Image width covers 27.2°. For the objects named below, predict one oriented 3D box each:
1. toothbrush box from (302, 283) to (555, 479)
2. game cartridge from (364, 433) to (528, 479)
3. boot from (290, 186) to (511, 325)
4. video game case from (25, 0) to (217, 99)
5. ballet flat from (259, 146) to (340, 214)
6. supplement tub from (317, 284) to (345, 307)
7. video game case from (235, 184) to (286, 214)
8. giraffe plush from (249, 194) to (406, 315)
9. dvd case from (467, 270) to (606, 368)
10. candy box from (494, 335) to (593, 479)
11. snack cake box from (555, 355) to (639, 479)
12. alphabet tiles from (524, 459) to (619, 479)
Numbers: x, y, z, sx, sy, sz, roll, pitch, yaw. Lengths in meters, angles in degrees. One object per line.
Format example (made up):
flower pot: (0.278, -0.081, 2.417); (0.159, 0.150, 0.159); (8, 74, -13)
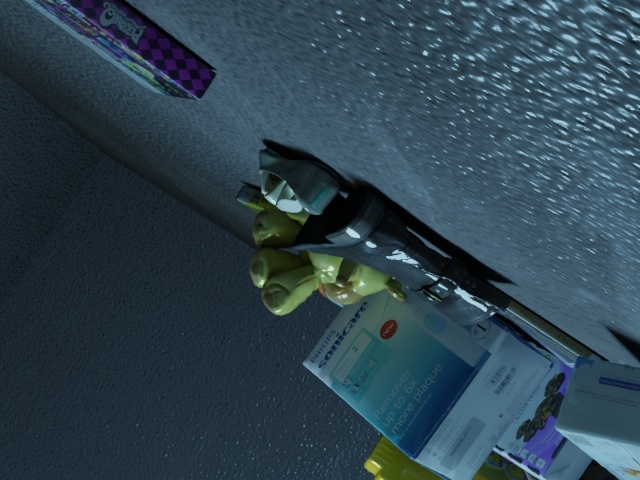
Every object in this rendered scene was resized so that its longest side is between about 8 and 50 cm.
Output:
toothbrush box: (0.144, 0.172, 1.851); (0.126, 0.216, 0.295); (36, -179, -37)
game cartridge: (0.255, 0.302, 2.015); (0.285, 0.323, 0.052); (33, 147, 3)
boot: (0.095, 0.033, 1.625); (0.229, 0.091, 0.263); (35, 169, -16)
video game case: (-0.244, -0.240, 1.464); (0.232, 0.042, 0.210); (35, 175, -24)
ballet flat: (-0.043, -0.073, 1.657); (0.072, 0.068, 0.213); (36, 175, -23)
supplement tub: (0.062, 0.062, 2.101); (0.198, 0.106, 0.106); (30, 174, 43)
video game case: (0.000, 0.000, 2.310); (0.275, 0.035, 0.248); (34, 175, -21)
giraffe plush: (0.028, 0.025, 1.835); (0.210, 0.181, 0.170); (-15, 154, 36)
dvd case: (0.261, 0.105, 1.723); (0.221, 0.018, 0.164); (33, 175, 3)
candy box: (0.317, 0.246, 1.882); (0.070, 0.165, 0.196); (38, 173, -33)
snack cake box: (0.389, 0.225, 1.464); (0.152, 0.089, 0.264); (8, 159, 38)
alphabet tiles: (0.390, 0.312, 1.910); (0.237, 0.198, 0.009); (-106, 6, -69)
